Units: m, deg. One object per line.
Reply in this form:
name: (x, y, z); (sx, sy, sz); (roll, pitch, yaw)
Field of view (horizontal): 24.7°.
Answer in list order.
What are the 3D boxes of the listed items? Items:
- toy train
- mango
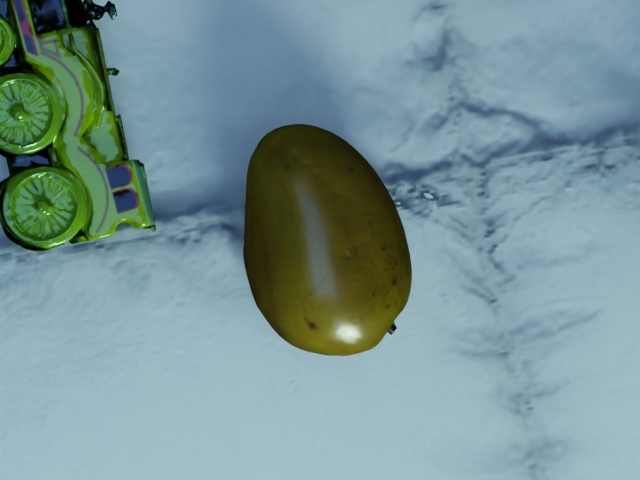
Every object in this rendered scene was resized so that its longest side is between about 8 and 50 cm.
toy train: (-0.142, -0.117, 0.687); (0.085, 0.053, 0.250); (-16, 94, -12)
mango: (0.000, 0.000, 0.700); (0.080, 0.060, 0.114); (-24, 91, -6)
